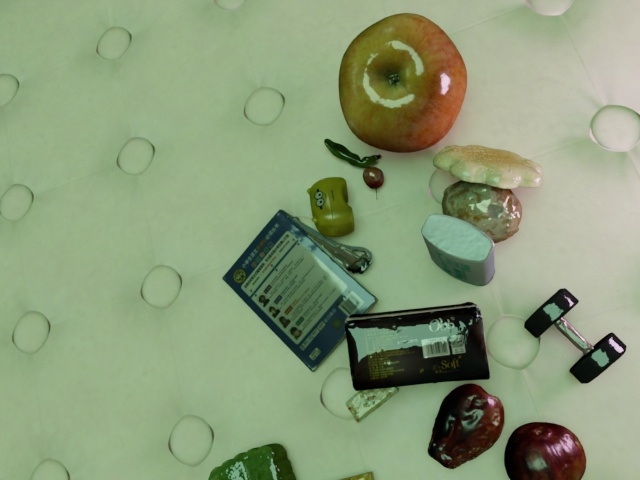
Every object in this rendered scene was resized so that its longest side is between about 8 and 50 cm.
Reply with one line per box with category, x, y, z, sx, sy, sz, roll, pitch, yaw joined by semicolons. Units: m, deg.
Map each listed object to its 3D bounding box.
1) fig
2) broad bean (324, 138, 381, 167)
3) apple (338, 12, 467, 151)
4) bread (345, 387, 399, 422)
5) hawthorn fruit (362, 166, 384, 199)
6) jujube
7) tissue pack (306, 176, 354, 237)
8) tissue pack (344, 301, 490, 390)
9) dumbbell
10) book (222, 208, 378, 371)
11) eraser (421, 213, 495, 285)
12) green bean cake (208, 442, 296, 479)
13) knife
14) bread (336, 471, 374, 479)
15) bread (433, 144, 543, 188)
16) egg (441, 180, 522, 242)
fig;0.560;0.590;1.501;0.186;0.203;0.250;15;116;48
broad bean;0.095;-0.273;1.906;0.195;0.046;0.061;18;69;13
apple;0.231;-0.451;1.726;0.391;0.346;0.391;4;101;21
bread;0.148;0.449;1.708;0.153;0.028;0.068;-37;68;0
hawthorn fruit;0.169;-0.180;1.854;0.066;0.067;0.103;-13;74;10
jujube;0.379;0.495;1.572;0.168;0.168;0.236;37;89;20
tissue pack;0.031;-0.101;1.824;0.127;0.123;0.178;-10;58;2
tissue pack;0.262;0.283;1.612;0.370;0.198;0.210;-6;81;6
dumbbell;0.667;0.250;1.564;0.152;0.152;0.218;-42;69;0
book;-0.073;0.147;1.821;0.428;0.039;0.300;43;97;19
eraser;0.382;0.030;1.624;0.189;0.290;0.104;32;85;23
green bean cake;-0.174;0.717;1.667;0.222;0.125;0.248;-26;68;8
knife;0.002;0.002;1.860;0.365;0.043;0.089;28;84;21
bread;0.068;0.722;1.631;0.188;0.068;0.125;-18;72;9
bread;0.476;-0.217;1.688;0.316;0.316;0.054;16;117;17
egg;0.456;-0.089;1.691;0.233;0.195;0.195;32;84;32
